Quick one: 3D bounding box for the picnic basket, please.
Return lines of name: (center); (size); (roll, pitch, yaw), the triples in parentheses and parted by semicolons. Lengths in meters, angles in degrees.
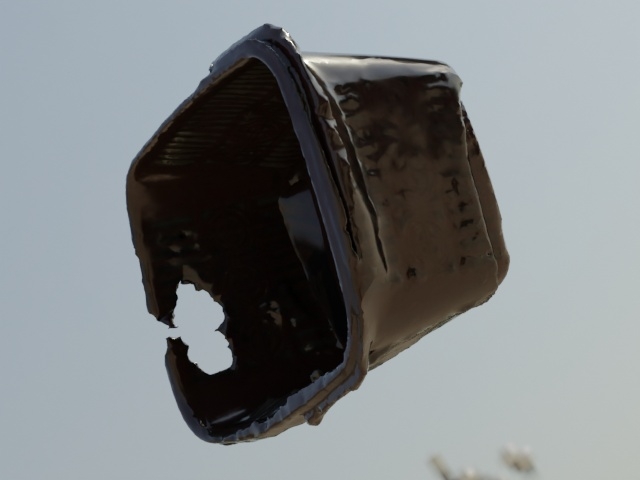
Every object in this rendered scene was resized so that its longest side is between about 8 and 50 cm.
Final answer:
picnic basket: (0.000, 0.000, 1.185); (0.129, 0.223, 0.297); (-10, -11, -26)
